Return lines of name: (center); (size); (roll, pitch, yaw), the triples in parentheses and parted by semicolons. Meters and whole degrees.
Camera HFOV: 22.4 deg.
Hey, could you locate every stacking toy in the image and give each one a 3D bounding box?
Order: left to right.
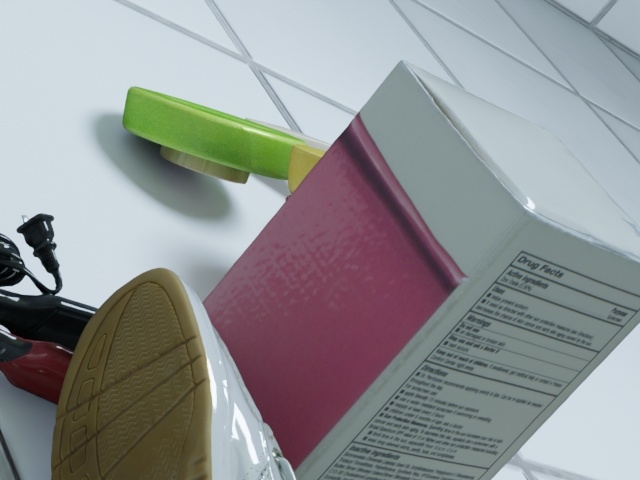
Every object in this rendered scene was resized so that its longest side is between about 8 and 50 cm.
stacking toy: (0.000, 0.000, 1.150); (0.279, 0.130, 0.309); (20, 5, 29)

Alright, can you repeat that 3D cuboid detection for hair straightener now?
hair straightener: (-0.159, 0.025, 0.791); (0.230, 0.047, 0.089); (23, 48, -26)

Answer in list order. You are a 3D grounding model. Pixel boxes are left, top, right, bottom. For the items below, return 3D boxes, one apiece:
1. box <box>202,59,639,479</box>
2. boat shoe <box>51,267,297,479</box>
box: (0.045, 0.046, 0.854); (0.148, 0.232, 0.127); (19, 27, -47)
boat shoe: (-0.046, 0.136, 0.704); (0.096, 0.098, 0.277); (30, 33, -41)
